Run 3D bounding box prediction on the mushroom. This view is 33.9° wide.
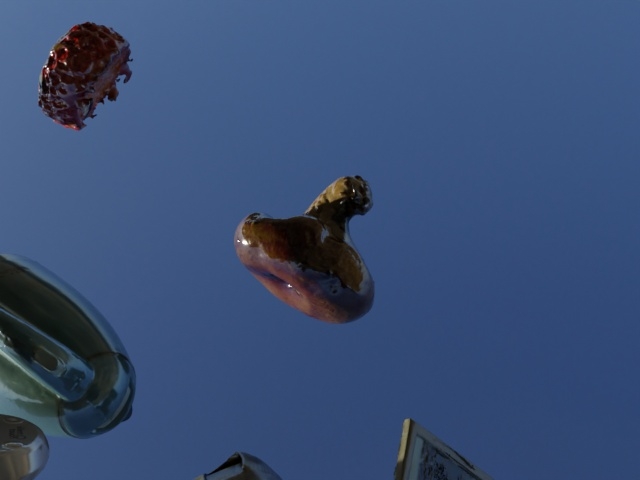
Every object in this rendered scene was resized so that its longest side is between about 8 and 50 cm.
[{"bbox_3d":[-0.008,0.036,1.912,0.254,0.267,0.267,-26,-134,-30],"label":"mushroom"}]

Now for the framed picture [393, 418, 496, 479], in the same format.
[{"bbox_3d":[0.168,0.450,1.453,0.022,0.247,0.335,-19,-137,39],"label":"framed picture"}]

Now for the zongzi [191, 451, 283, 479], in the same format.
[{"bbox_3d":[-0.145,0.392,1.154,0.286,0.138,0.300,-31,-157,1],"label":"zongzi"}]

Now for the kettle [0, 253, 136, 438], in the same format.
[{"bbox_3d":[-0.448,0.174,1.639,0.342,0.319,0.247,25,-105,38],"label":"kettle"}]

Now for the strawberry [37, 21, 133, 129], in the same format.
[{"bbox_3d":[-0.296,-0.207,1.308,0.086,0.145,0.145,24,-132,-1],"label":"strawberry"}]

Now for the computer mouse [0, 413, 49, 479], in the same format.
[{"bbox_3d":[-0.493,0.287,1.305,0.297,0.121,0.184,7,-176,-21],"label":"computer mouse"}]
